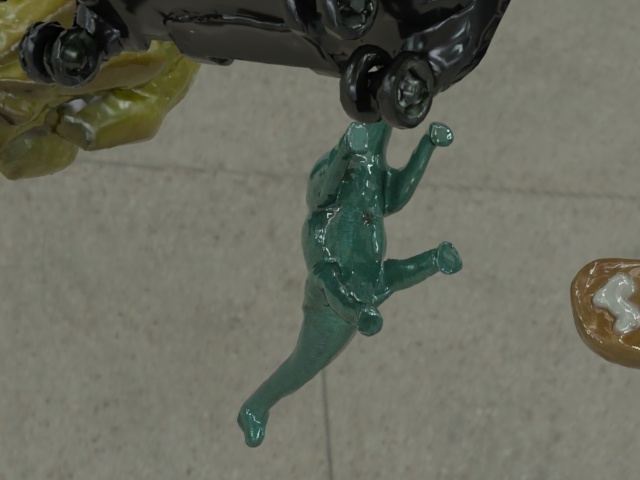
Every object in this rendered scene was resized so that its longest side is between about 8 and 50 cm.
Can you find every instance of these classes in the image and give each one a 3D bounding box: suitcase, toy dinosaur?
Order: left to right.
[{"bbox_3d":[0.000,0.000,1.468,0.129,0.331,0.383,12,71,-26],"label":"toy dinosaur"},{"bbox_3d":[0.010,-0.273,0.728,0.283,0.194,0.434,11,61,37],"label":"suitcase"}]

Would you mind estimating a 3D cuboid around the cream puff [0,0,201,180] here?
[{"bbox_3d":[-0.296,-0.197,1.504,0.378,0.378,0.275,2,48,-11],"label":"cream puff"}]

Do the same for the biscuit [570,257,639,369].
[{"bbox_3d":[0.333,0.006,0.961,0.339,0.047,0.216,-28,52,-4],"label":"biscuit"}]
